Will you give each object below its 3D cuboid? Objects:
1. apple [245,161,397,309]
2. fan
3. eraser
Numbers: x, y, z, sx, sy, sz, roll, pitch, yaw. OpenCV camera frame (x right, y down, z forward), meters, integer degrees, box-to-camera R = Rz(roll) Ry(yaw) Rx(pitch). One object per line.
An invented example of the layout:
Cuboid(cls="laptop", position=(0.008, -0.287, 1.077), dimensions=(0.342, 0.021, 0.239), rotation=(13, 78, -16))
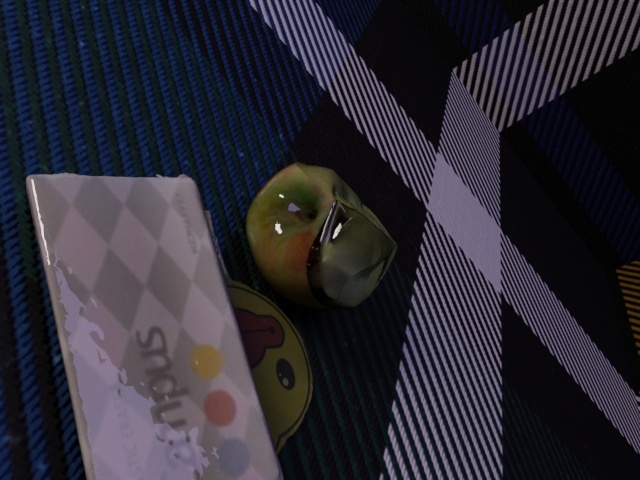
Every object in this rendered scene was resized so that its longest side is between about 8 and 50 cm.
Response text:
Cuboid(cls="apple", position=(0.000, 0.000, 0.768), dimensions=(0.188, 0.173, 0.207), rotation=(39, 32, -59))
Cuboid(cls="fan", position=(-0.108, 0.109, 0.682), dimensions=(0.229, 0.011, 0.335), rotation=(4, 61, -49))
Cuboid(cls="eraser", position=(-0.149, 0.124, 0.544), dimensions=(0.213, 0.082, 0.397), rotation=(-5, 67, -43))
